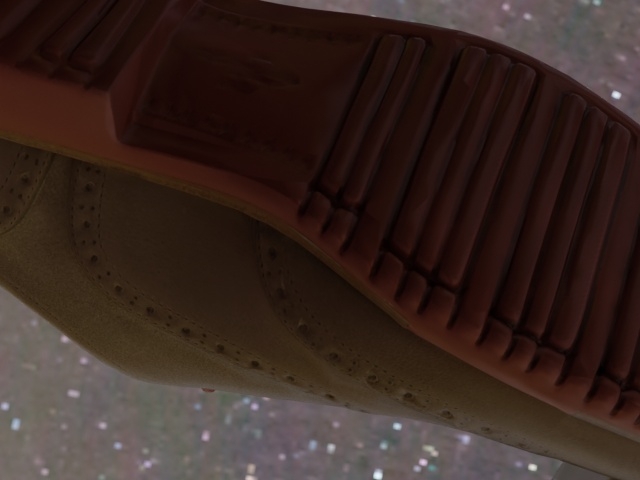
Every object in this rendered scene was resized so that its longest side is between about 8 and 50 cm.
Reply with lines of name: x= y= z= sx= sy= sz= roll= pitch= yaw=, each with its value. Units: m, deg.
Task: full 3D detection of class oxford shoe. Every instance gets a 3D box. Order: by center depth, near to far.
oxford shoe: x=0.000 y=0.000 z=0.563 sx=0.140 sy=0.397 sz=0.147 roll=-57 pitch=172 yaw=-45

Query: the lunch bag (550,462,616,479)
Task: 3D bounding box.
lunch bag: x=0.169 y=0.208 z=0.886 sx=0.224 sy=0.107 sz=0.279 roll=-54 pitch=172 yaw=-32
